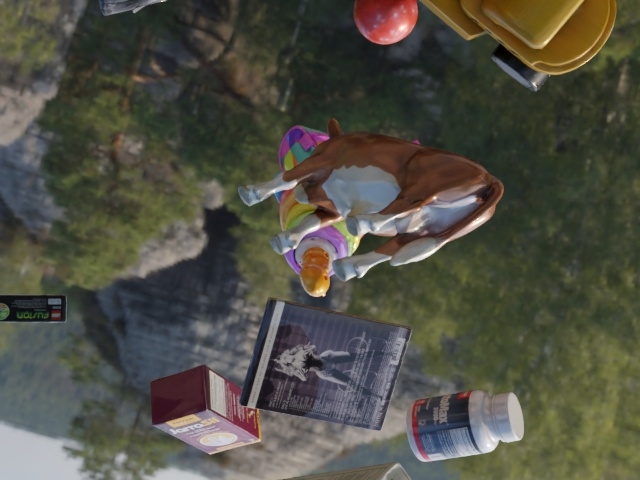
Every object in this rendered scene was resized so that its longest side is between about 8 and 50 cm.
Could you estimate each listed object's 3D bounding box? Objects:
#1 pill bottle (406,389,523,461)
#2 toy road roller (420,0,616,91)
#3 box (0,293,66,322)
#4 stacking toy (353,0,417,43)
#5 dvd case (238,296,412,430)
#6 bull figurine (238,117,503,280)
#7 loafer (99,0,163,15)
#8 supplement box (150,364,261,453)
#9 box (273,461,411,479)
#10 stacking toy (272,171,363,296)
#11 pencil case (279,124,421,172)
[{"bbox_3d":[0.247,0.311,1.809,0.180,0.108,0.108,-14,157,24],"label":"pill bottle"},{"bbox_3d":[0.287,-0.389,1.578,0.329,0.202,0.240,40,-173,1],"label":"toy road roller"},{"bbox_3d":[-0.433,0.086,1.366,0.207,0.036,0.114,1,177,-13],"label":"box"},{"bbox_3d":[0.041,-0.427,1.492,0.141,0.330,0.141,-24,175,-2],"label":"stacking toy"},{"bbox_3d":[0.008,0.181,1.541,0.221,0.164,0.018,13,-170,-17],"label":"dvd case"},{"bbox_3d":[0.040,-0.050,1.092,0.310,0.188,0.101,12,128,54],"label":"bull figurine"},{"bbox_3d":[-0.448,-0.578,2.554,0.170,0.062,0.061,-6,131,-13],"label":"loafer"},{"bbox_3d":[-0.186,0.281,1.748,0.104,0.080,0.188,-18,149,18],"label":"supplement box"},{"bbox_3d":[-0.007,0.384,1.359,0.311,0.148,0.121,-24,101,52],"label":"box"},{"bbox_3d":[0.000,0.000,1.752,0.166,0.302,0.175,-22,118,19],"label":"stacking toy"},{"bbox_3d":[0.049,-0.128,1.684,0.236,0.104,0.104,-1,-177,-40],"label":"pencil case"}]
